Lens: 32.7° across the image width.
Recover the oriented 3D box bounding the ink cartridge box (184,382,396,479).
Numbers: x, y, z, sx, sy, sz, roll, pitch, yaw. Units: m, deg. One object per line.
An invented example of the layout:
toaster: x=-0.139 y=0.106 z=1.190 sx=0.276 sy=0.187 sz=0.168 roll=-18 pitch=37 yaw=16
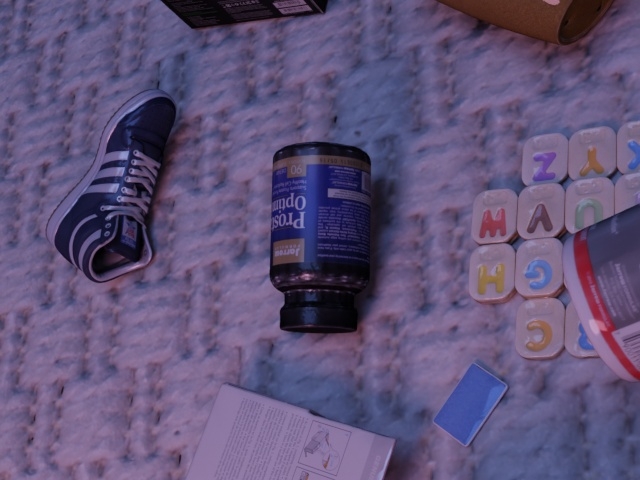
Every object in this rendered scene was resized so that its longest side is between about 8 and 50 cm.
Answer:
ink cartridge box: x=-0.054 y=0.336 z=1.244 sx=0.261 sy=0.066 sz=0.296 roll=12 pitch=75 yaw=35

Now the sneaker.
sneaker: x=-0.269 y=-0.070 z=1.550 sx=0.282 sy=0.099 sz=0.153 roll=-55 pitch=47 yaw=7

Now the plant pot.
plant pot: x=0.233 y=-0.356 z=1.314 sx=0.254 sy=0.237 sz=0.237 roll=43 pitch=94 yaw=23

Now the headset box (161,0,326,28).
headset box: x=-0.098 y=-0.477 z=1.618 sx=0.246 sy=0.131 sz=0.283 roll=1 pitch=68 yaw=32

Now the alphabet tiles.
alphabet tiles: x=0.300 y=-0.005 z=1.213 sx=0.284 sy=0.021 sz=0.278 roll=-6 pitch=65 yaw=30

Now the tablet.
tablet: x=0.167 y=0.182 z=1.217 sx=0.054 sy=0.006 sz=0.083 roll=34 pitch=89 yaw=38

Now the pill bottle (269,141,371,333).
pill bottle: x=0.000 y=0.000 z=1.324 sx=0.123 sy=0.123 sz=0.219 roll=-5 pitch=78 yaw=30

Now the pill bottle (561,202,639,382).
pill bottle: x=0.387 y=0.013 z=1.021 sx=0.283 sy=0.161 sz=0.161 roll=-27 pitch=56 yaw=27
